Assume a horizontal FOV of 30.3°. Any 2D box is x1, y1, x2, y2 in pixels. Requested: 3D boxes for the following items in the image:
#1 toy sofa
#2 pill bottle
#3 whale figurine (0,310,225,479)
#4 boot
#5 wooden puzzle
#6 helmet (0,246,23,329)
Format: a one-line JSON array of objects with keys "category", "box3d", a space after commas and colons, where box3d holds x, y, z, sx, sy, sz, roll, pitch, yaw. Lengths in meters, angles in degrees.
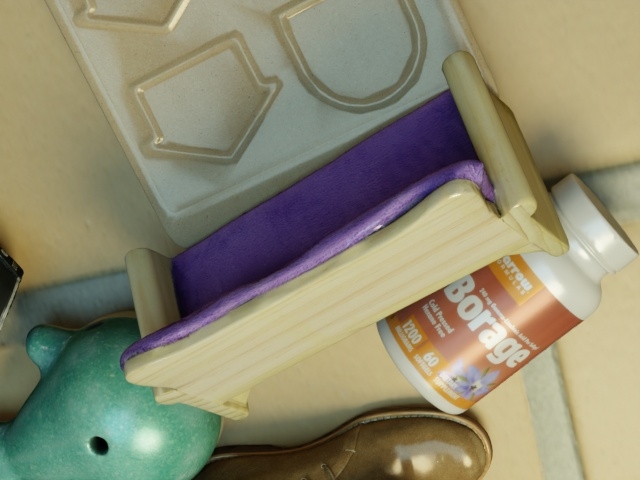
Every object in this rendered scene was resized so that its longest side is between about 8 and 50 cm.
[{"category": "toy sofa", "box3d": [0.000, 0.000, 0.970, 0.362, 0.177, 0.150, -30, 58, 22]}, {"category": "pill bottle", "box3d": [0.163, 0.044, 1.031, 0.216, 0.121, 0.121, -41, 96, 15]}, {"category": "whale figurine", "box3d": [-0.225, 0.182, 1.112, 0.272, 0.141, 0.216, -24, 100, 16]}, {"category": "boot", "box3d": [0.012, 0.236, 1.108, 0.305, 0.115, 0.112, -13, 100, 10]}, {"category": "wooden puzzle", "box3d": [-0.057, -0.203, 1.027, 0.322, 0.080, 0.348, -24, 104, 14]}, {"category": "helmet", "box3d": [-0.375, 0.056, 1.092, 0.161, 0.169, 0.169, 24, 107, -15]}]
